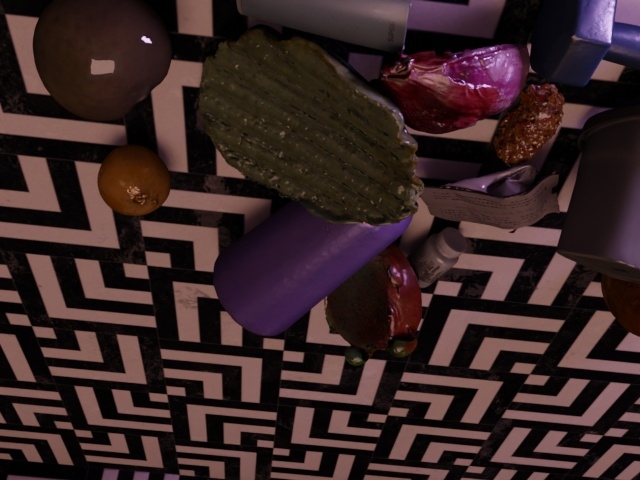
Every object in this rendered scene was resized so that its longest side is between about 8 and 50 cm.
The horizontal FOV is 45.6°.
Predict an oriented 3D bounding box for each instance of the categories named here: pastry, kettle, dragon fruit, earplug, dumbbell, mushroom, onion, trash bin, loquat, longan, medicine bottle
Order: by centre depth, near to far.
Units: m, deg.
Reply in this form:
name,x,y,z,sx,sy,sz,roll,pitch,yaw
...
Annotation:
name,x,y,z,sx,sy,sz,roll,pitch,yaw
kettle,0.010,-0.370,1.036,0.243,0.160,0.211,9,151,2
dumbbell,0.478,-0.279,1.115,0.324,0.144,0.160,11,143,-8
onion,0.176,-0.218,1.118,0.227,0.120,0.283,-7,-174,40
longan,-0.329,-0.287,1.148,0.196,0.197,0.220,33,141,-32
trash bin,0.531,-0.065,1.267,0.219,0.250,0.219,21,177,-20
pastry,0.359,-0.190,1.306,0.087,0.063,0.169,12,143,-7
loquat,-0.347,-0.110,1.425,0.141,0.141,0.141,3,142,2
earplug,0.000,0.000,1.482,0.215,0.215,0.456,29,133,-29
mushroom,0.735,0.117,1.563,0.283,0.195,0.263,15,135,-14
medicine bottle,0.240,0.034,1.594,0.079,0.079,0.140,21,139,-20
dragon fruit,0.115,0.121,1.598,0.130,0.268,0.295,-12,123,-39

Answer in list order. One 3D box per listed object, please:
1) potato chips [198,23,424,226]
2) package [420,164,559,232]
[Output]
name,x,y,z,sx,sy,sz,roll,pitch,yaw
potato chips,-0.025,-0.175,1.210,0.429,0.070,0.358,32,147,14
package,0.316,-0.071,1.419,0.250,0.062,0.204,-4,161,16
